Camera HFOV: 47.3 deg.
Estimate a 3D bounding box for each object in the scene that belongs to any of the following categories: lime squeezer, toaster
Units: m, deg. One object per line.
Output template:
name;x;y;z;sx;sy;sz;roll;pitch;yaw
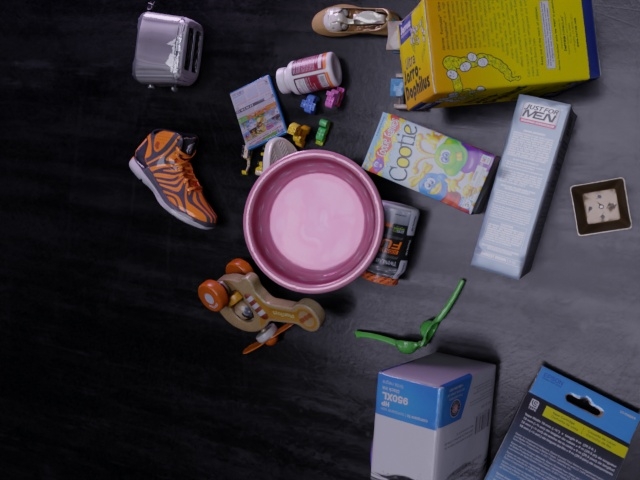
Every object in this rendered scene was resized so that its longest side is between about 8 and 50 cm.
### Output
lime squeezer;0.236;0.210;1.779;0.310;0.059;0.110;-30;52;22
toaster;-0.403;-0.513;1.945;0.146;0.129;0.227;10;95;17

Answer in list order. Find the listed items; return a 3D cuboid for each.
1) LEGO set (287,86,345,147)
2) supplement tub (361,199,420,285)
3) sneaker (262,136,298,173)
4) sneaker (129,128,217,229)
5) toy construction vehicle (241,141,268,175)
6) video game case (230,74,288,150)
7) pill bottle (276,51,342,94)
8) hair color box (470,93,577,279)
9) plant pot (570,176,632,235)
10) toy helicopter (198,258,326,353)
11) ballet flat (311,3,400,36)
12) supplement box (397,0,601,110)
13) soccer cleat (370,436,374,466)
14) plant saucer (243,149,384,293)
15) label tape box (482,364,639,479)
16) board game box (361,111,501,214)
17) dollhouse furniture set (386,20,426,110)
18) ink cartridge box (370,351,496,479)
LEGO set;-0.028;-0.287;1.823;0.087;0.093;0.227;23;101;19
supplement tub;0.163;0.005;1.752;0.117;0.117;0.191;15;99;20
sneaker;-0.123;-0.084;1.864;0.148;0.131;0.350;-14;75;48
sneaker;-0.366;-0.182;1.949;0.321;0.124;0.180;42;108;14
toy construction vehicle;-0.163;-0.218;1.917;0.085;0.035;0.098;7;87;21
video game case;-0.160;-0.332;1.900;0.119;0.015;0.166;-22;77;16
pill bottle;-0.029;-0.413;1.821;0.151;0.086;0.086;-7;90;22
hair color box;0.446;-0.114;1.594;0.113;0.185;0.375;18;99;21
plant pot;0.607;-0.072;1.580;0.109;0.096;0.109;-10;89;22
toy helicopter;-0.131;0.188;1.856;0.355;0.140;0.235;5;122;38
ballet flat;0.077;-0.541;1.778;0.232;0.073;0.080;5;94;22
supplement box;0.364;-0.397;1.526;0.356;0.194;0.195;-7;91;-9
soccer cleat;0.170;0.619;1.783;0.108;0.116;0.319;-5;91;23
plant saucer;-0.012;-0.043;1.708;0.332;0.084;0.332;0;88;11
label tape box;0.524;0.487;1.621;0.240;0.106;0.334;27;71;19
board game box;0.260;-0.178;1.688;0.275;0.142;0.144;25;102;19
dollhouse furniture set;0.230;-0.402;1.694;0.128;0.129;0.184;5;94;21
ink cartridge box;0.251;0.477;1.641;0.166;0.285;0.395;7;96;36
